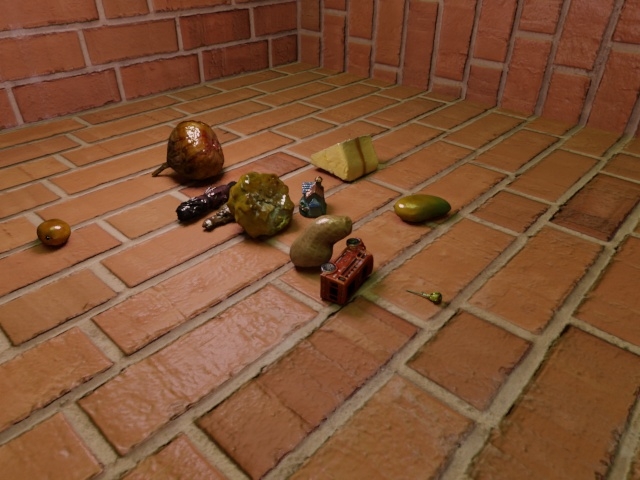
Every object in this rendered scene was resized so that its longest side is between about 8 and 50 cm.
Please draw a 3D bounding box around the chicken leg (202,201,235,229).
[{"bbox_3d":[-0.394,-0.099,1.896,0.085,0.069,0.198,42,54,15],"label":"chicken leg"}]

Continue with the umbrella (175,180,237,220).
[{"bbox_3d":[-0.466,-0.172,1.976,0.094,0.090,0.326,18,37,30],"label":"umbrella"}]

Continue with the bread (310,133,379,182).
[{"bbox_3d":[0.116,-0.388,2.305,0.236,0.198,0.264,-3,17,46],"label":"bread"}]

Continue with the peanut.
[{"bbox_3d":[0.000,0.000,1.617,0.137,0.253,0.122,41,18,2],"label":"peanut"}]

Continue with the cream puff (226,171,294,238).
[{"bbox_3d":[-0.240,-0.132,1.842,0.282,0.185,0.281,21,54,-31],"label":"cream puff"}]

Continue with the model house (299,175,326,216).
[{"bbox_3d":[-0.034,-0.193,1.957,0.120,0.148,0.148,1,31,3],"label":"model house"}]

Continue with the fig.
[{"bbox_3d":[-0.638,-0.377,2.191,0.369,0.286,0.286,-27,32,11],"label":"fig"}]

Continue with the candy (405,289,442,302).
[{"bbox_3d":[0.331,0.171,1.516,0.123,0.035,0.035,12,2,32],"label":"candy"}]

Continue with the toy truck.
[{"bbox_3d":[0.094,0.096,1.553,0.114,0.107,0.253,19,39,26],"label":"toy truck"}]

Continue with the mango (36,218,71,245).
[{"bbox_3d":[-1.000,-0.035,1.765,0.163,0.089,0.111,19,25,42],"label":"mango"}]

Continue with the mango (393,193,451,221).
[{"bbox_3d":[0.414,-0.137,1.933,0.238,0.091,0.137,-10,40,-26],"label":"mango"}]
